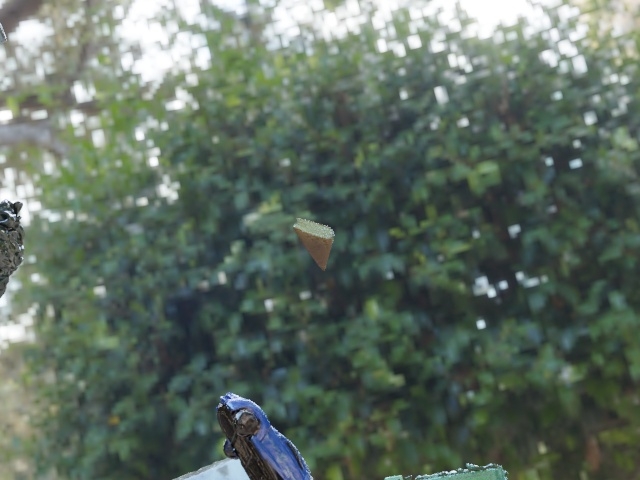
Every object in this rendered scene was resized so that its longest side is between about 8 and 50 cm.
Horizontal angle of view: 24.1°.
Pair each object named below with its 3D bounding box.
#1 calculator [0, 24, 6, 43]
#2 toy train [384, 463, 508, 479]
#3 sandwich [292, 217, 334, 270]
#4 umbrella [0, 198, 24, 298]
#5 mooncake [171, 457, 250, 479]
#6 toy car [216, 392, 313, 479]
[{"bbox_3d":[-0.406,-0.290,1.659,0.057,0.172,0.018,-23,21,-6],"label":"calculator"},{"bbox_3d":[0.219,0.491,2.560,0.271,0.188,0.159,-10,-25,4],"label":"toy train"},{"bbox_3d":[0.000,0.000,2.129,0.044,0.031,0.083,-20,-58,24],"label":"sandwich"},{"bbox_3d":[-0.482,-0.003,1.813,0.094,0.143,0.349,21,4,24],"label":"umbrella"},{"bbox_3d":[-0.161,0.499,2.531,0.254,0.250,0.136,-21,-43,-11],"label":"mooncake"},{"bbox_3d":[-0.054,0.273,1.797,0.063,0.216,0.103,-25,-19,-22],"label":"toy car"}]
